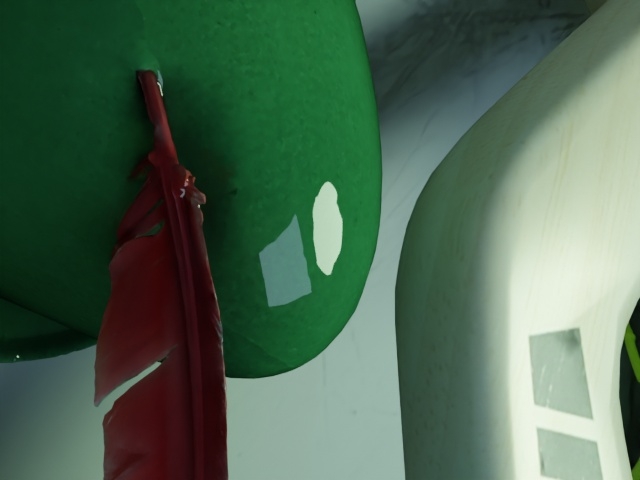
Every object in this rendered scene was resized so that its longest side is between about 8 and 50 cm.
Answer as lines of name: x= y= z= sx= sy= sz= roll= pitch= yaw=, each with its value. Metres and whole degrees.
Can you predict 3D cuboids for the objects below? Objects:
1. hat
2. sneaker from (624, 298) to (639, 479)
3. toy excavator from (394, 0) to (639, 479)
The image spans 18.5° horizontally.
hat: x=0.000 y=0.000 z=0.469 sx=0.173 sy=0.183 sz=0.208 roll=5 pitch=112 yaw=-50
sneaker: x=0.188 y=0.070 z=0.805 sx=0.123 sy=0.109 sz=0.295 roll=-30 pitch=135 yaw=-28
toy excavator: x=0.045 y=0.126 z=0.515 sx=0.433 sy=0.222 sz=0.445 roll=-8 pitch=91 yaw=-42
